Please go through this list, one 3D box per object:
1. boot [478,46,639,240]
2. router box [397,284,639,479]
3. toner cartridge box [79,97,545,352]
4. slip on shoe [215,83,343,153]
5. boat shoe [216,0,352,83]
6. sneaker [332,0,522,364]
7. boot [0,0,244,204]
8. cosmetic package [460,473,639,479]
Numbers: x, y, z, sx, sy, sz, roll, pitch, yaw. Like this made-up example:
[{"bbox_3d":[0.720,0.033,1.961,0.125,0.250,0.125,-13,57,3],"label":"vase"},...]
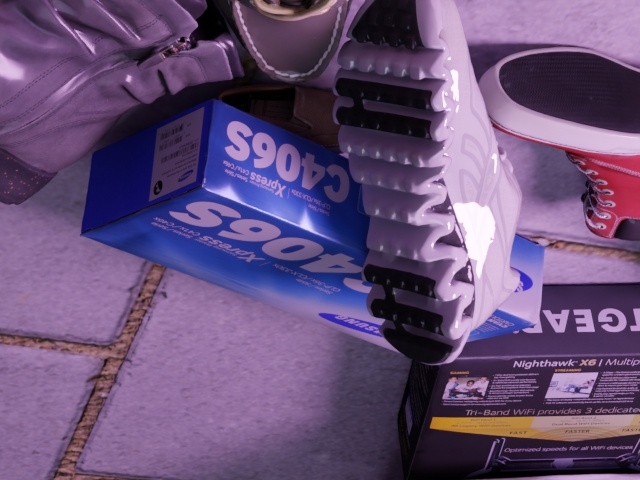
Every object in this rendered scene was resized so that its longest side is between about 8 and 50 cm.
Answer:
[{"bbox_3d":[0.210,-0.061,1.337,0.244,0.088,0.176,7,144,-22],"label":"boot"},{"bbox_3d":[0.241,0.140,1.619,0.309,0.081,0.243,0,145,-8],"label":"router box"},{"bbox_3d":[0.000,0.000,1.354,0.348,0.075,0.165,22,156,-35],"label":"toner cartridge box"},{"bbox_3d":[-0.015,-0.097,1.285,0.135,0.051,0.041,3,150,1],"label":"slip on shoe"},{"bbox_3d":[-0.026,-0.200,1.103,0.109,0.091,0.305,-5,144,-1],"label":"boat shoe"},{"bbox_3d":[0.086,-0.058,1.235,0.118,0.110,0.292,-28,124,-35],"label":"sneaker"},{"bbox_3d":[-0.211,-0.153,1.115,0.223,0.118,0.338,-29,156,18],"label":"boot"},{"bbox_3d":[0.236,0.447,1.707,0.330,0.393,0.327,0,165,-7],"label":"cosmetic package"}]
